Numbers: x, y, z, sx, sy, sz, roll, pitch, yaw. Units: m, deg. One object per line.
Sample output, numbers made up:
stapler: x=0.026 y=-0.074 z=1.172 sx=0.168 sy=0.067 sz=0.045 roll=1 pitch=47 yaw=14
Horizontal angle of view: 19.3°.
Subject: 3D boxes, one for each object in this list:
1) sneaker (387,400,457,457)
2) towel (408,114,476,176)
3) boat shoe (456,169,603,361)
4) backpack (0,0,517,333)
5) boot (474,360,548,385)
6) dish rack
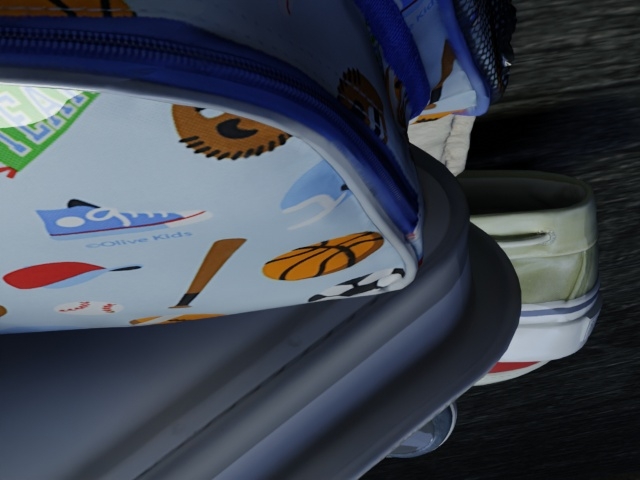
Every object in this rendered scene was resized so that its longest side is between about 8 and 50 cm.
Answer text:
sneaker: x=-0.033 y=0.097 z=1.043 sx=0.226 sy=0.163 sz=0.086 roll=21 pitch=115 yaw=-5
towel: x=-0.066 y=-0.050 z=0.855 sx=0.282 sy=0.049 sz=0.187 roll=-8 pitch=163 yaw=-3
boat shoe: x=0.000 y=0.000 z=0.998 sx=0.302 sy=0.094 sz=0.109 roll=2 pitch=-154 yaw=0
backpack: x=-0.083 y=-0.093 z=0.432 sx=0.276 sy=0.213 sz=0.263 roll=-10 pitch=154 yaw=9
boot: x=0.112 y=0.022 z=1.153 sx=0.244 sy=0.088 sz=0.176 roll=10 pitch=153 yaw=-42
dish rack: x=-0.135 y=0.019 z=0.573 sx=0.333 sy=0.285 sz=0.072 roll=-35 pitch=138 yaw=-28
